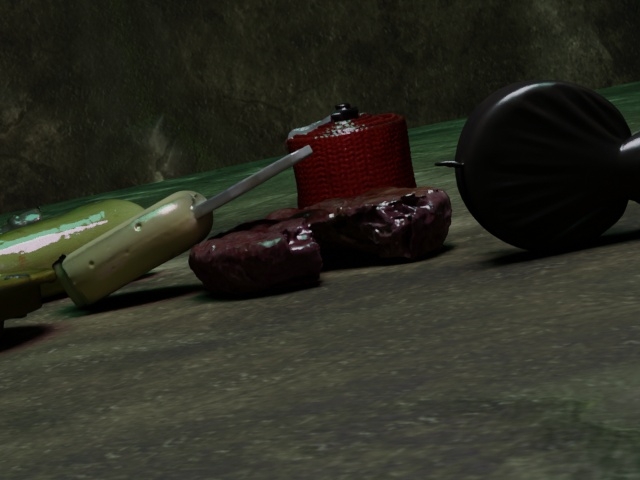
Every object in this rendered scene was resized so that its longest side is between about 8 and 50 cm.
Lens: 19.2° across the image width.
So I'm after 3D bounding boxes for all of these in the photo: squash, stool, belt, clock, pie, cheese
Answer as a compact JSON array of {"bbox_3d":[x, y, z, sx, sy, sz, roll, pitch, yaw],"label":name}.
[{"bbox_3d":[-0.266,0.021,1.770,0.250,0.083,0.083,-17,7,-23],"label":"squash"},{"bbox_3d":[0.190,-0.057,1.400,0.217,0.125,0.121,-2,4,0],"label":"stool"},{"bbox_3d":[0.032,-0.081,1.963,0.128,0.124,0.201,-9,6,3],"label":"belt"},{"bbox_3d":[-0.320,0.066,1.500,0.237,0.057,0.237,-10,3,1],"label":"clock"},{"bbox_3d":[0.000,0.000,1.550,0.219,0.054,0.204,-14,6,-9],"label":"pie"},{"bbox_3d":[-0.117,-0.017,1.594,0.255,0.050,0.127,-29,1,22],"label":"cheese"}]

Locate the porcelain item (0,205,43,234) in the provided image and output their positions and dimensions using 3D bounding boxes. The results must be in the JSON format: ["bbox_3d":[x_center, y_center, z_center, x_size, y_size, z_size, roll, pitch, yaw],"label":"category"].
[{"bbox_3d":[-0.417,0.022,2.170,0.216,0.069,0.081,-17,11,-14],"label":"porcelain item"}]
